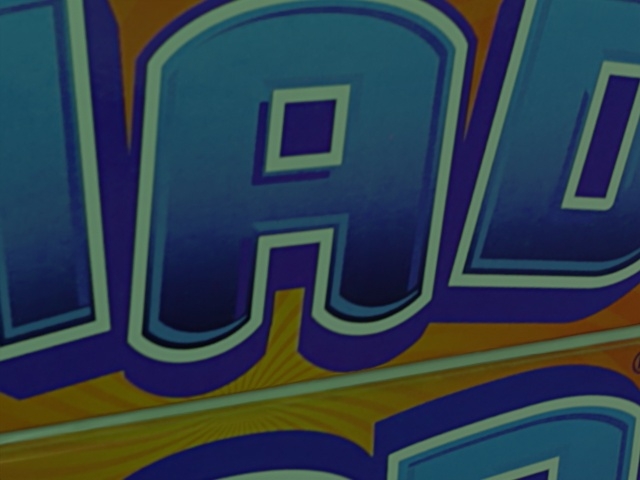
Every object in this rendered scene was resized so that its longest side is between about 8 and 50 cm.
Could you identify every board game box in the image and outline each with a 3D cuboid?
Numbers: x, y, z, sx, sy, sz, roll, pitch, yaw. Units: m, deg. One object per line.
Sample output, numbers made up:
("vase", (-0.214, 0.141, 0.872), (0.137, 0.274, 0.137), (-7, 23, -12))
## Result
("board game box", (-0.108, -0.028, 0.556), (0.356, 0.356, 0.356), (-7, 117, -30))
